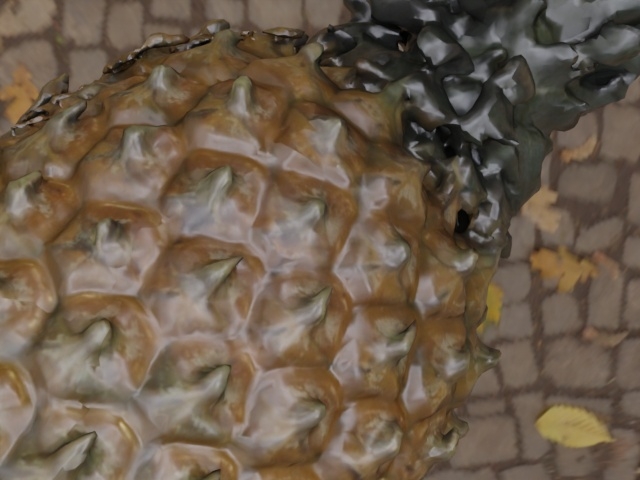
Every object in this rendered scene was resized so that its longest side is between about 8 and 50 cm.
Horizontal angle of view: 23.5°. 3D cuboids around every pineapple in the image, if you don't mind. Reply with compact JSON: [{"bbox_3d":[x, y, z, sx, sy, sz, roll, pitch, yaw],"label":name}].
[{"bbox_3d":[0.000,0.000,0.530,0.362,0.202,0.202,-40,79,-12],"label":"pineapple"}]
